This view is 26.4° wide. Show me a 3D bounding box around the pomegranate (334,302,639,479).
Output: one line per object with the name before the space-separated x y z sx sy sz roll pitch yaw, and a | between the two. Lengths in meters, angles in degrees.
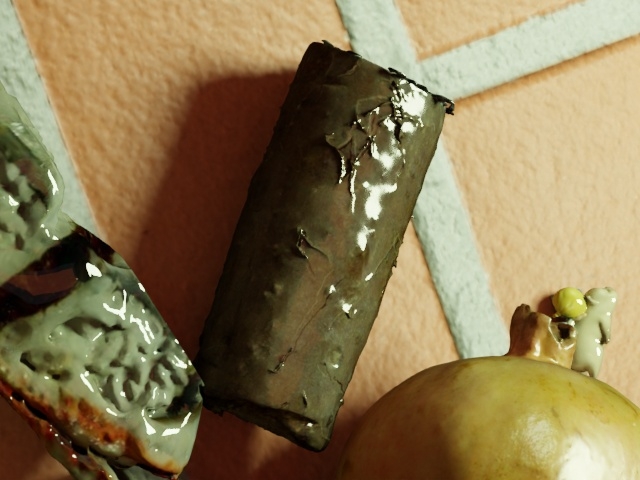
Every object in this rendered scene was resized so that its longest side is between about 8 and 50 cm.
pomegranate | 0.138 0.181 0.959 0.252 0.229 0.270 21 73 -23

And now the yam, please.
yam | -0.002 -0.001 0.959 0.131 0.131 0.279 24 80 -21

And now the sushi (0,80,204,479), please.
sushi | -0.187 0.022 0.877 0.130 0.124 0.332 -40 104 -12

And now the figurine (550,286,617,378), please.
figurine | 0.206 0.071 1.098 0.050 0.047 0.083 20 74 -12

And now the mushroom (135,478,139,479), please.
mushroom | -0.081 0.213 0.958 0.202 0.054 0.059 25 83 -27
